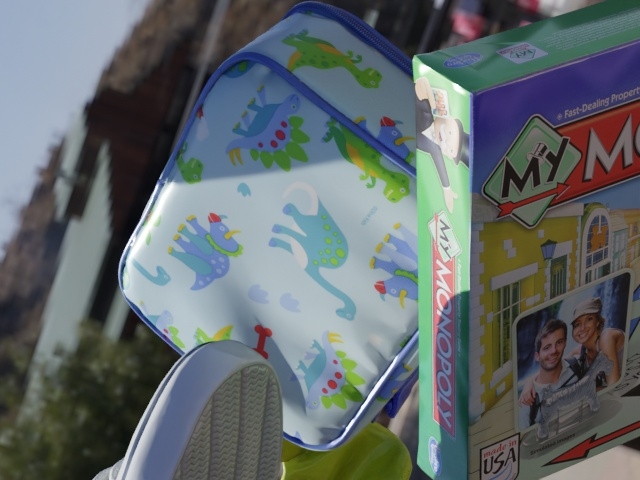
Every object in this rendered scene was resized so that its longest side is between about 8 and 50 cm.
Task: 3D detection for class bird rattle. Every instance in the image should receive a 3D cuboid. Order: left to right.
[{"bbox_3d":[-0.005,0.093,1.180,0.143,0.206,0.253,65,-145,-28],"label":"bird rattle"}]

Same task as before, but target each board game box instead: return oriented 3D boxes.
[{"bbox_3d":[0.186,-0.022,0.781,0.046,0.317,0.214,39,141,48],"label":"board game box"}]

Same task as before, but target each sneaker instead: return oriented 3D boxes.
[{"bbox_3d":[-0.095,0.150,0.787,0.094,0.091,0.258,-13,-51,-52],"label":"sneaker"}]

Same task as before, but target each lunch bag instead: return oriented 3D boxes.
[{"bbox_3d":[0.000,0.000,0.879,0.090,0.176,0.219,-44,-11,-47],"label":"lunch bag"}]
